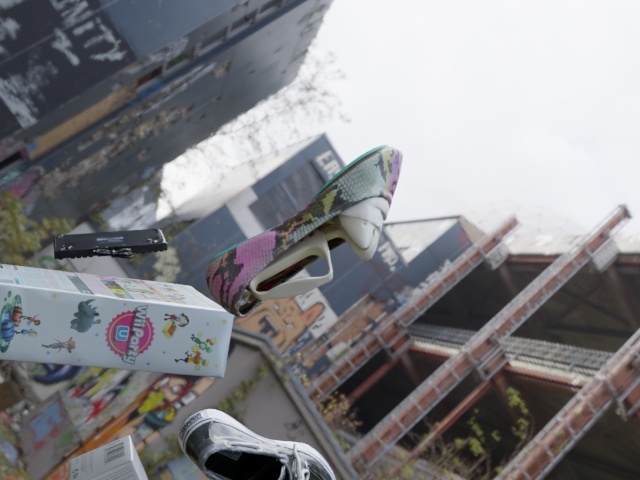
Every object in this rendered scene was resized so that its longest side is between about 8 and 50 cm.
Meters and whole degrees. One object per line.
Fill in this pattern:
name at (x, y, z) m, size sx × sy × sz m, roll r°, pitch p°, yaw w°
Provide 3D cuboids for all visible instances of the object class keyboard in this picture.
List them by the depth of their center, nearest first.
keyboard at (-0.348, 0.011, 1.209) m, size 0.108 × 0.180 × 0.023 m, roll -135°, pitch -137°, yaw -62°

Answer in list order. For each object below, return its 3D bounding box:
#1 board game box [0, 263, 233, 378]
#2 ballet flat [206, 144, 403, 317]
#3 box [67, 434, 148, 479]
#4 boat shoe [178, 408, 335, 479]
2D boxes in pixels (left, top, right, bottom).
board game box at (-0.298, 0.104, 0.989) m, size 0.224 × 0.303 × 0.098 m, roll 13°, pitch -86°, yaw 65°
ballet flat at (0.000, 0.000, 0.670) m, size 0.079 × 0.221 × 0.077 m, roll 53°, pitch -7°, yaw 31°
box at (-0.316, 0.365, 1.090) m, size 0.101 × 0.101 × 0.087 m, roll -157°, pitch -134°, yaw -71°
boat shoe at (-0.073, 0.351, 1.093) m, size 0.306 × 0.113 × 0.105 m, roll 43°, pitch -5°, yaw -35°
